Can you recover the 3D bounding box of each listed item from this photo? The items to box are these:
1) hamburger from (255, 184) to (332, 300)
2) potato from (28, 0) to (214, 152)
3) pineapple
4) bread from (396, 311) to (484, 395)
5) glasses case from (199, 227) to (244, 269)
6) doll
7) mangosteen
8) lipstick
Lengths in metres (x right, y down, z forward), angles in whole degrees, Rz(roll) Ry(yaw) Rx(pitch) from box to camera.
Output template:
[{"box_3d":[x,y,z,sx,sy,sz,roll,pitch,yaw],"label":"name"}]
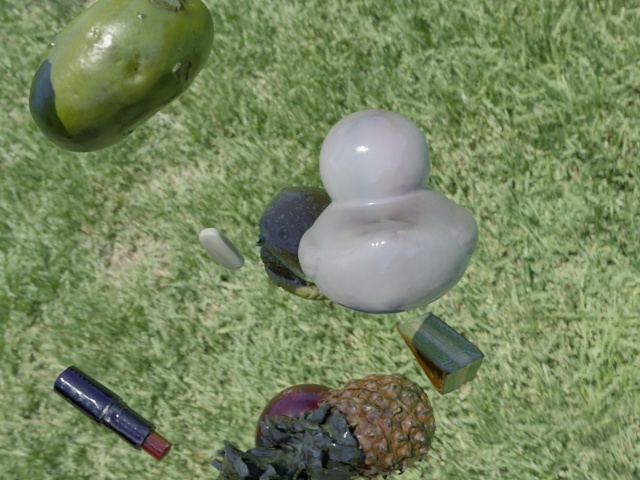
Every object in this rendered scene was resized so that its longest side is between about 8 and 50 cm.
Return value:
[{"box_3d":[0.000,0.000,1.501,0.215,0.122,0.189,29,58,5],"label":"hamburger"},{"box_3d":[-0.246,-0.216,1.059,0.253,0.148,0.186,-39,16,-8],"label":"potato"},{"box_3d":[0.011,0.264,1.113,0.170,0.310,0.141,20,112,50],"label":"pineapple"},{"box_3d":[0.183,0.157,1.333,0.074,0.084,0.139,-22,59,-16],"label":"bread"},{"box_3d":[-0.133,0.012,1.162,0.032,0.083,0.021,-14,47,25],"label":"glasses case"},{"box_3d":[0.072,-0.042,0.999,0.221,0.221,0.251,-21,24,13],"label":"doll"},{"box_3d":[-0.035,0.390,1.621,0.215,0.257,0.215,6,106,21],"label":"mangosteen"},{"box_3d":[-0.451,0.381,1.879,0.300,0.081,0.081,32,81,10],"label":"lipstick"}]
